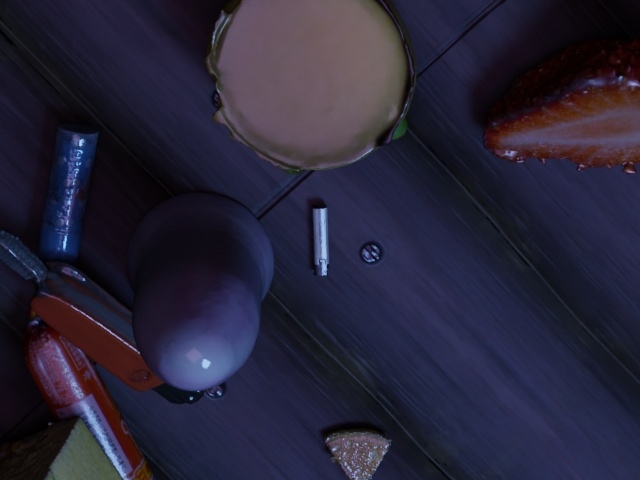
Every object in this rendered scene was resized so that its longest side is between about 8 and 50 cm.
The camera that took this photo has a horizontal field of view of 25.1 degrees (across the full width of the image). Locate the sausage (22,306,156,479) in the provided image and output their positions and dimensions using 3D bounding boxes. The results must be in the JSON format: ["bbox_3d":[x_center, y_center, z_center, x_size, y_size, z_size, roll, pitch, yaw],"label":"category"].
[{"bbox_3d":[-0.279,0.197,1.686,0.074,0.074,0.274,-24,107,5],"label":"sausage"}]

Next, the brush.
[{"bbox_3d":[-0.258,0.094,1.633,0.070,0.051,0.323,-21,126,43],"label":"brush"}]

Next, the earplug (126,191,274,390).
[{"bbox_3d":[-0.132,0.070,1.530,0.172,0.301,0.172,-1,107,-3],"label":"earplug"}]

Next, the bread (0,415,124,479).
[{"bbox_3d":[-0.356,0.370,1.622,0.263,0.236,0.198,-25,107,29],"label":"bread"}]

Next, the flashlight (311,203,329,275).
[{"bbox_3d":[0.000,0.000,1.661,0.018,0.018,0.083,-3,108,-4],"label":"flashlight"}]

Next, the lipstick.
[{"bbox_3d":[-0.285,-0.052,1.616,0.048,0.048,0.158,11,107,-6],"label":"lipstick"}]

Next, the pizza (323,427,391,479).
[{"bbox_3d":[0.043,0.263,1.747,0.083,0.025,0.078,5,103,3],"label":"pizza"}]

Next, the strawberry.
[{"bbox_3d":[0.306,-0.163,1.585,0.236,0.106,0.175,10,144,-5],"label":"strawberry"}]

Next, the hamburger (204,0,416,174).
[{"bbox_3d":[-0.007,-0.182,1.535,0.237,0.149,0.237,0,101,2],"label":"hamburger"}]
